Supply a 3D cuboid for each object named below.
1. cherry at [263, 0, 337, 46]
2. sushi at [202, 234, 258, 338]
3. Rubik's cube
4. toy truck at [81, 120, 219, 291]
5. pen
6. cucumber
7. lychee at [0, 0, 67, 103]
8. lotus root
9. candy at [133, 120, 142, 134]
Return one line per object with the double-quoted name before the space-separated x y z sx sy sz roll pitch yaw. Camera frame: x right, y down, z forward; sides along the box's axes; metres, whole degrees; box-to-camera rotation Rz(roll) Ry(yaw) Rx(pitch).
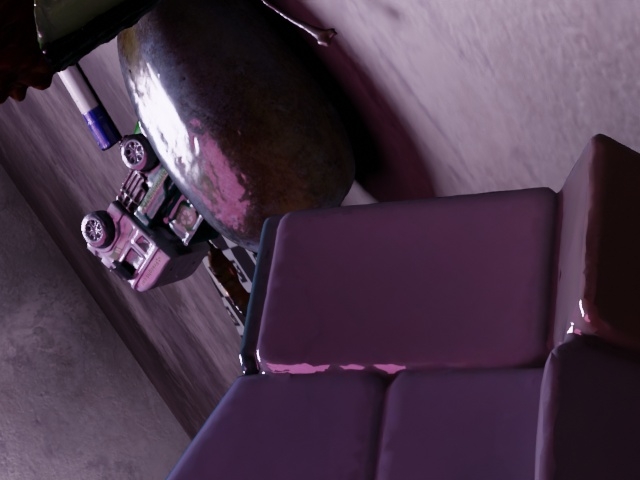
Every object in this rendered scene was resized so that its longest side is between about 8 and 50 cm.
"cherry" -0.061 -0.238 0.789 0.188 0.115 0.148 38 118 27
"sushi" -0.039 0.087 1.372 0.292 0.059 0.294 32 151 54
"Rubik's cube" 0.129 0.155 0.610 0.368 0.358 0.387 -4 155 30
"toy truck" -0.135 -0.045 1.154 0.116 0.110 0.216 45 118 19
"pen" -0.369 -0.252 1.690 0.269 0.033 0.033 61 162 -15
"cucumber" -0.151 -0.213 0.909 0.115 0.193 0.086 48 170 24
"lychee" -0.344 -0.283 1.120 0.330 0.306 0.306 -26 100 34
"lotus root" -0.095 -0.130 1.000 0.322 0.140 0.158 55 163 11
"candy" -0.094 -0.078 1.226 0.323 0.097 0.097 23 144 47
